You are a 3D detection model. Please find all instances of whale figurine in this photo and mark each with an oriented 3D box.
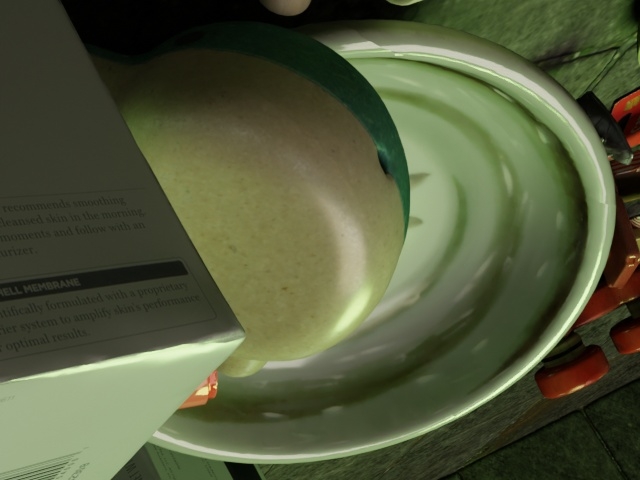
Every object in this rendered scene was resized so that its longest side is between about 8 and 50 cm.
[{"bbox_3d":[-0.080,-0.023,0.633,0.272,0.216,0.141,-13,-147,30],"label":"whale figurine"}]

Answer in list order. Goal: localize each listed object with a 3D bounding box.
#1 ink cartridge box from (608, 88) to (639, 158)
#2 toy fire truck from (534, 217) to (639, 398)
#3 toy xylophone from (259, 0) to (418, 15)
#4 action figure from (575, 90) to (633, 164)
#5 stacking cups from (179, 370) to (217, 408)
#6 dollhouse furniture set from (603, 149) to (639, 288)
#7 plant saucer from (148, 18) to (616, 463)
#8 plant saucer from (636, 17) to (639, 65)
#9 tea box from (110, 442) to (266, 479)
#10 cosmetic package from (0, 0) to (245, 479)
[{"bbox_3d":[0.417,-0.147,1.286,0.225,0.056,0.181,-30,160,-8],"label":"ink cartridge box"},{"bbox_3d":[0.348,0.099,1.649,0.302,0.169,0.254,-27,179,-10],"label":"toy fire truck"},{"bbox_3d":[0.080,-0.223,0.551,0.236,0.081,0.322,-19,157,-31],"label":"toy xylophone"},{"bbox_3d":[0.119,-0.048,1.017,0.285,0.099,0.185,-23,168,-13],"label":"action figure"},{"bbox_3d":[-0.225,0.087,0.716,0.316,0.096,0.096,-8,153,-19],"label":"stacking cups"},{"bbox_3d":[0.396,-0.093,1.147,0.201,0.152,0.374,-12,160,-4],"label":"dollhouse furniture set"},{"bbox_3d":[0.000,0.000,0.815,0.400,0.100,0.400,-7,133,-8],"label":"plant saucer"},{"bbox_3d":[0.371,-0.239,1.013,0.241,0.037,0.241,-27,159,-11],"label":"plant saucer"},{"bbox_3d":[-0.203,0.349,1.145,0.323,0.329,0.220,-37,160,14],"label":"tea box"},{"bbox_3d":[-0.187,0.019,0.526,0.138,0.224,0.224,-7,149,-46],"label":"cosmetic package"}]
